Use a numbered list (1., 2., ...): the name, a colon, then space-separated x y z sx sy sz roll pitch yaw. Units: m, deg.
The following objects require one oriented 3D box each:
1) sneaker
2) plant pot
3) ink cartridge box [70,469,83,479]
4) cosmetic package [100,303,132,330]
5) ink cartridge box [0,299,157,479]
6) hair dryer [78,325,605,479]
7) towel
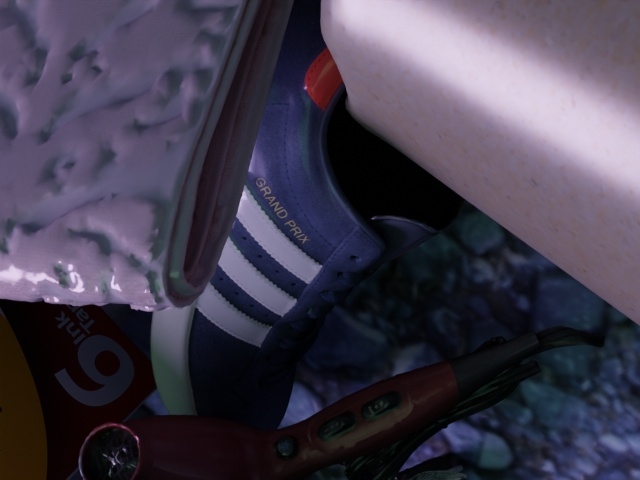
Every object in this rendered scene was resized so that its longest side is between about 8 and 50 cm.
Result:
1. sneaker: 0.000 0.000 0.911 0.148 0.131 0.350 19 132 16
2. plant pot: 0.181 -0.081 0.641 0.305 0.334 0.333 29 132 26
3. ink cartridge box: -0.122 0.201 1.110 0.207 0.046 0.097 -5 123 -3
4. cosmetic package: -0.240 0.002 1.107 0.239 0.060 0.099 35 131 6
5. ink cartridge box: -0.290 0.065 0.955 0.309 0.272 0.130 47 127 -3
6. hair dryer: -0.005 0.103 0.914 0.080 0.294 0.223 61 141 27
7. towel: -0.157 -0.116 0.825 0.332 0.317 0.053 3 153 30
